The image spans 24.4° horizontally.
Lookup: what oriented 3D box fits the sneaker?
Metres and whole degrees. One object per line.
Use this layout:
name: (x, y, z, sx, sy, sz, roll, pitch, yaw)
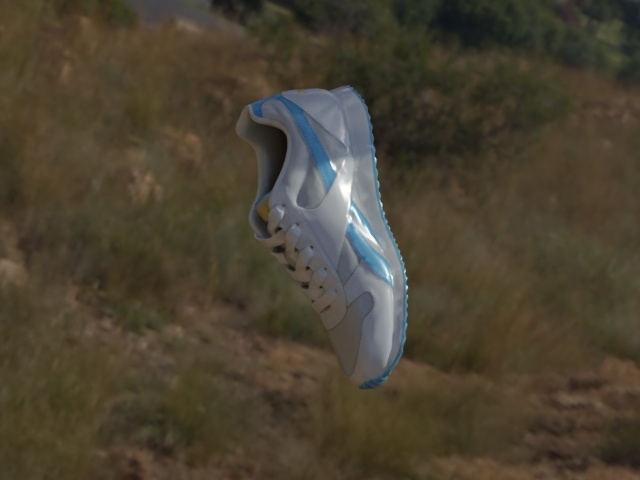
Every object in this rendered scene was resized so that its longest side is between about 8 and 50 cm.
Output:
sneaker: (0.000, 0.000, 1.080, 0.092, 0.087, 0.228, -7, 73, -24)
